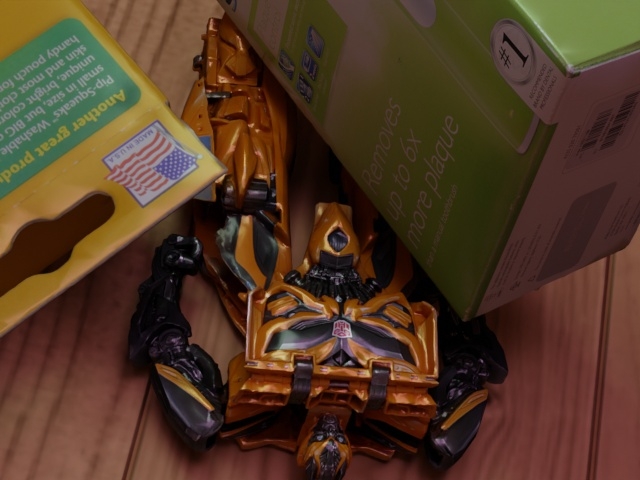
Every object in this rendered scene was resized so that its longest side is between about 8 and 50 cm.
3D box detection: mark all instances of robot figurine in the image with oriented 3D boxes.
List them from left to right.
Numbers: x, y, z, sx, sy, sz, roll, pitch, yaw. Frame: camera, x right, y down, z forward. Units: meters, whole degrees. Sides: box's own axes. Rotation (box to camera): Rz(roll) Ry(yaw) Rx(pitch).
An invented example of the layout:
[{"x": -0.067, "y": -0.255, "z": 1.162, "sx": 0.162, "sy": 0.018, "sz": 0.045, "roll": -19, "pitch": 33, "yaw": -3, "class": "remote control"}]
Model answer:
[{"x": 0.000, "y": 0.000, "z": 1.107, "sx": 0.211, "sy": 0.085, "sz": 0.291, "roll": 5, "pitch": 53, "yaw": -10, "class": "robot figurine"}]

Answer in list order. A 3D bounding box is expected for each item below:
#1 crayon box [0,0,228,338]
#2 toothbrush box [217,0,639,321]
[{"x": -0.221, "y": -0.073, "z": 1.071, "sx": 0.203, "sy": 0.083, "sz": 0.323, "roll": -37, "pitch": 68, "yaw": -13, "class": "crayon box"}, {"x": 0.066, "y": -0.136, "z": 1.042, "sx": 0.122, "sy": 0.206, "sz": 0.283, "roll": -21, "pitch": 62, "yaw": -27, "class": "toothbrush box"}]
